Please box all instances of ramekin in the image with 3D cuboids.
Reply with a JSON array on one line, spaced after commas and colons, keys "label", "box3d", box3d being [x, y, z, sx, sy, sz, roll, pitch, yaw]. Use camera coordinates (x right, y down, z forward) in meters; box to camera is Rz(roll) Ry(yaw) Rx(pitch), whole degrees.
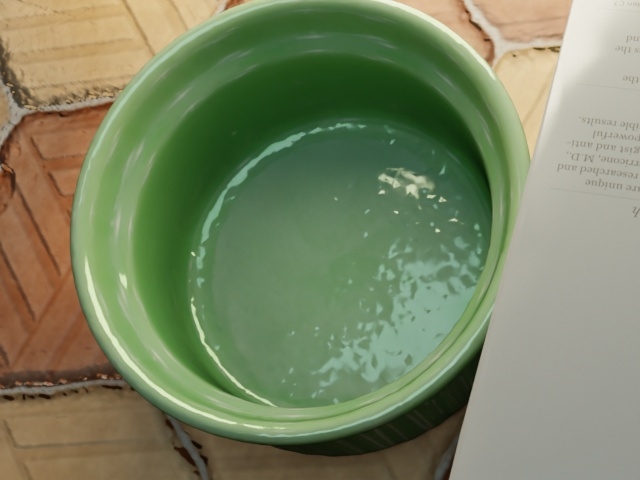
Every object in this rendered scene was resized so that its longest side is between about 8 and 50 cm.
[{"label": "ramekin", "box3d": [0.000, 0.000, 0.948, 0.303, 0.148, 0.303, -5, 70, 14]}]

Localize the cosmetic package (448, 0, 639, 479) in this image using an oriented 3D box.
[{"label": "cosmetic package", "box3d": [0.192, 0.043, 0.812, 0.156, 0.217, 0.385, 8, 64, 18]}]
